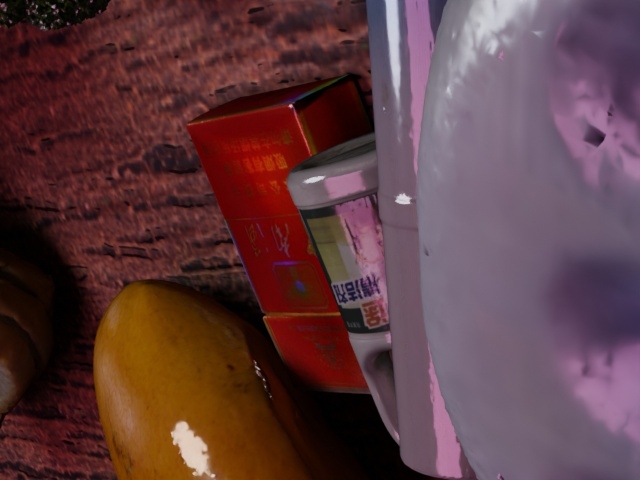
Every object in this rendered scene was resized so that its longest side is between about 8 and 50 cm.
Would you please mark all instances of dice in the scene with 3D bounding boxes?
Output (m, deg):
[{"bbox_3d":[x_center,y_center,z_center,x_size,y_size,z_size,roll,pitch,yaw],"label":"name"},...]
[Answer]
[{"bbox_3d":[0.202,-0.011,0.437,0.265,0.262,0.268,29,135,37],"label":"dice"}]

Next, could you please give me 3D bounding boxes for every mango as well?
[{"bbox_3d":[-0.064,0.132,1.002,0.257,0.138,0.187,47,167,44],"label":"mango"}]

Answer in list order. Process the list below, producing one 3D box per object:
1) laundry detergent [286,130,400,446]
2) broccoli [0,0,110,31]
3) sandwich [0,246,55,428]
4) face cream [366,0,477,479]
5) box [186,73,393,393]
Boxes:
[{"bbox_3d":[0.067,0.051,0.822,0.099,0.070,0.225,-19,104,12],"label":"laundry detergent"},{"bbox_3d":[-0.168,-0.211,0.874,0.195,0.156,0.195,-2,86,33],"label":"broccoli"},{"bbox_3d":[-0.346,0.051,1.238,0.273,0.095,0.249,27,146,-11],"label":"sandwich"},{"bbox_3d":[0.065,-0.020,0.728,0.077,0.077,0.250,9,109,49],"label":"face cream"},{"bbox_3d":[-0.001,0.001,0.899,0.112,0.048,0.175,-6,110,53],"label":"box"}]
